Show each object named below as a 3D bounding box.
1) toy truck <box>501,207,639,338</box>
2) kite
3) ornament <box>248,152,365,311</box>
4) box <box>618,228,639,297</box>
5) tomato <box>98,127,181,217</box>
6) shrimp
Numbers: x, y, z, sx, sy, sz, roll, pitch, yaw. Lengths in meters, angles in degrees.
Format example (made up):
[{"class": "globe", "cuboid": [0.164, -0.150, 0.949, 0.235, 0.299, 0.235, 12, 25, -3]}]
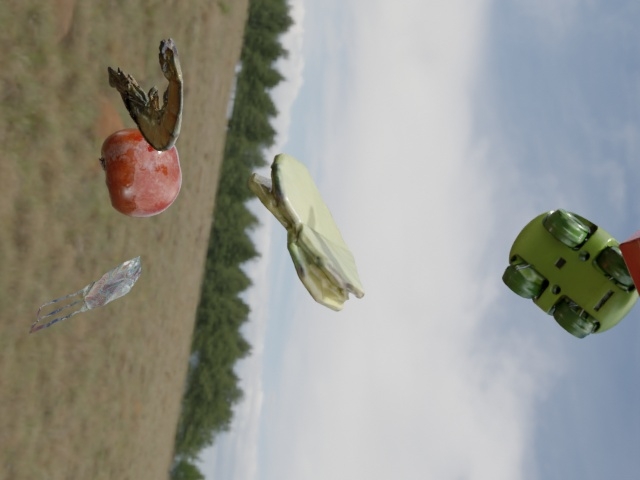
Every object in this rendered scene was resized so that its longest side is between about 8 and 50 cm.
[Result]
[{"class": "toy truck", "cuboid": [0.393, 0.050, 1.278, 0.187, 0.210, 0.148, 47, -70, 34]}, {"class": "kite", "cuboid": [-0.412, 0.098, 1.508, 0.229, 0.016, 0.127, -28, 156, -41]}, {"class": "ornament", "cuboid": [0.000, 0.000, 1.046, 0.180, 0.059, 0.201, 31, 28, -59]}, {"class": "box", "cuboid": [0.461, 0.093, 1.100, 0.123, 0.050, 0.229, -17, 84, -55]}, {"class": "tomato", "cuboid": [-0.347, -0.135, 1.657, 0.187, 0.151, 0.187, 166, -90, -73]}, {"class": "shrimp", "cuboid": [-0.232, -0.218, 1.149, 0.195, 0.035, 0.148, 50, -42, 31]}]
